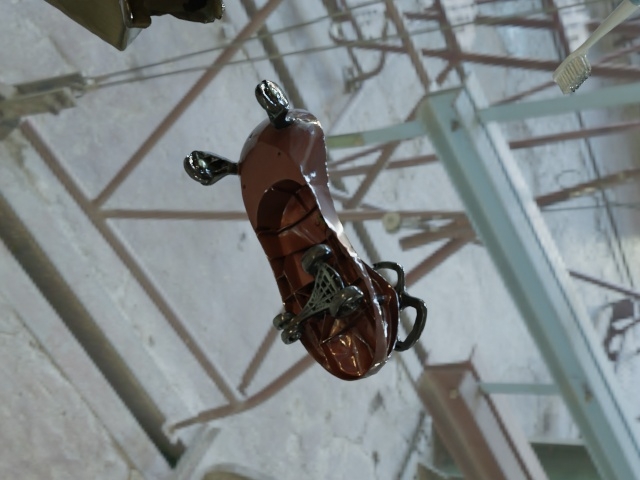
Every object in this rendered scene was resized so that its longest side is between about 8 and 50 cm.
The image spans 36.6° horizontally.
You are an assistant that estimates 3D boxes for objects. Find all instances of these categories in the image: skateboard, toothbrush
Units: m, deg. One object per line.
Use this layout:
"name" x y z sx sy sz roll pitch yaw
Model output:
"skateboard" 0.000 0.000 0.478 0.080 0.067 0.151 5 53 -51
"toothbrush" 0.268 -0.206 0.780 0.019 0.275 0.025 -8 65 -27

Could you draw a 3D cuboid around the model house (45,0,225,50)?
"model house" -0.119 -0.194 0.439 0.204 0.211 0.243 -9 59 -23
